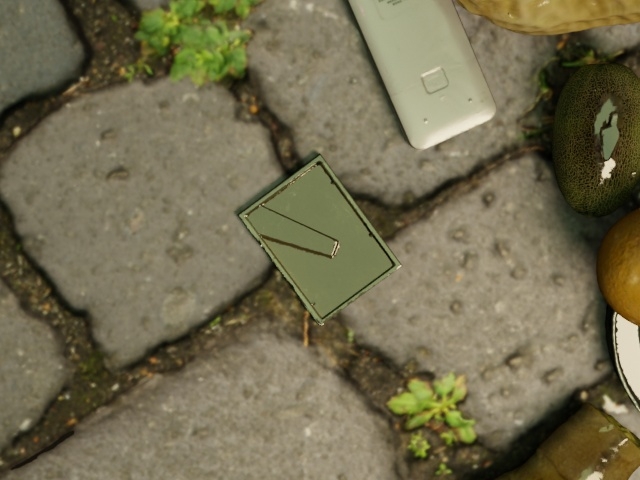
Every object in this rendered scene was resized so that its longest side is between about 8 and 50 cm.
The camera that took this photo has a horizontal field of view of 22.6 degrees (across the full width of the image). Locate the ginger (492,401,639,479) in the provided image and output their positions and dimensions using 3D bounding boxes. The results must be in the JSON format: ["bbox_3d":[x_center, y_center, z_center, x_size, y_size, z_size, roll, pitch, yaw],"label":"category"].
[{"bbox_3d":[0.234,0.284,1.689,0.263,0.116,0.109,-42,139,-4],"label":"ginger"}]

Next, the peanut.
[{"bbox_3d":[0.266,-0.280,1.598,0.325,0.153,0.140,-7,93,-11],"label":"peanut"}]

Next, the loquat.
[{"bbox_3d":[0.347,0.025,1.597,0.141,0.141,0.141,-1,97,-5],"label":"loquat"}]

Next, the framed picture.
[{"bbox_3d":[0.000,0.000,1.680,0.109,0.011,0.149,-36,98,0],"label":"framed picture"}]

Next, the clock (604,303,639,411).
[{"bbox_3d":[0.440,0.089,1.706,0.281,0.055,0.280,-1,97,-5],"label":"clock"}]

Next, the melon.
[{"bbox_3d":[0.288,-0.104,1.649,0.099,0.099,0.162,4,96,-5],"label":"melon"}]

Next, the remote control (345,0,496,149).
[{"bbox_3d":[0.091,-0.222,1.649,0.103,0.034,0.250,-25,99,-1],"label":"remote control"}]
